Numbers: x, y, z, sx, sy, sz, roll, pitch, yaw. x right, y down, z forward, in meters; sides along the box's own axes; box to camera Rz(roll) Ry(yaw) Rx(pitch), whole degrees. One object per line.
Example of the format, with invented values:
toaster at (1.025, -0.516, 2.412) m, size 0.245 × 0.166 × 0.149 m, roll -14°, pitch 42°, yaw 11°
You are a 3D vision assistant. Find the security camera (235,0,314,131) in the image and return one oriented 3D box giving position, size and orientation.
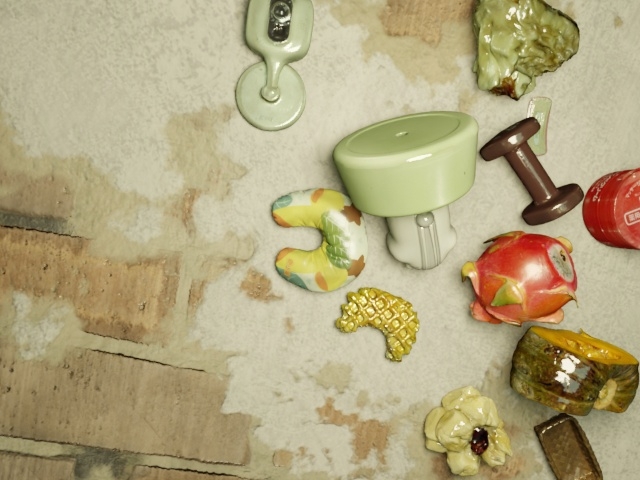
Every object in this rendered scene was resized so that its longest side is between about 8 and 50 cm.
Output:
security camera at (-0.099, -0.393, 1.052) m, size 0.157 × 0.080 × 0.302 m, roll 7°, pitch 95°, yaw -6°

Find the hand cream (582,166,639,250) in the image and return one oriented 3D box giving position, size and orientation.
hand cream at (0.728, -0.072, 1.116) m, size 0.193 × 0.125 × 0.193 m, roll 0°, pitch 92°, yaw -6°

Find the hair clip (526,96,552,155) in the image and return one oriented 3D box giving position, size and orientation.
hair clip at (0.515, -0.269, 1.139) m, size 0.054 × 0.022 × 0.137 m, roll 4°, pitch 92°, yaw -5°

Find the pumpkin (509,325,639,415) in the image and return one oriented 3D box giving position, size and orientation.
pumpkin at (0.544, 0.279, 1.066) m, size 0.317 × 0.222 × 0.139 m, roll 7°, pitch 102°, yaw -34°

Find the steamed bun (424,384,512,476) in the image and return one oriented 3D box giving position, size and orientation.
steamed bun at (0.339, 0.450, 1.112) m, size 0.192 × 0.106 × 0.177 m, roll -27°, pitch 93°, yaw -2°

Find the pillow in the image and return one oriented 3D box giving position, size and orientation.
pillow at (0.000, 0.000, 1.079) m, size 0.214 × 0.086 × 0.233 m, roll -1°, pitch 95°, yaw 5°

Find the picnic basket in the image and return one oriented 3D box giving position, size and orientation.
picnic basket at (0.596, 0.515, 1.164) m, size 0.110 × 0.055 × 0.193 m, roll -26°, pitch 95°, yaw -3°

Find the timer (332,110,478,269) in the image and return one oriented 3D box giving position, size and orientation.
timer at (0.200, -0.082, 1.025) m, size 0.290 × 0.291 × 0.315 m, roll -19°, pitch 117°, yaw -4°

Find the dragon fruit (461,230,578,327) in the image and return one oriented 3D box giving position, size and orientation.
dragon fruit at (0.437, 0.086, 1.053) m, size 0.224 × 0.227 × 0.224 m, roll 13°, pitch 68°, yaw -34°

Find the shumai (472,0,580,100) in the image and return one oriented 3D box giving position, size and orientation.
shumai at (0.424, -0.429, 1.068) m, size 0.255 × 0.189 × 0.218 m, roll 17°, pitch 109°, yaw -21°

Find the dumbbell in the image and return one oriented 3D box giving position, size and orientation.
dumbbell at (0.473, -0.153, 1.082) m, size 0.124 × 0.140 × 0.225 m, roll -37°, pitch 96°, yaw -24°

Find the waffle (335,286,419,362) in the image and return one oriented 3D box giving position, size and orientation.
waffle at (0.136, 0.192, 1.110) m, size 0.194 × 0.051 × 0.149 m, roll 20°, pitch 89°, yaw -6°
